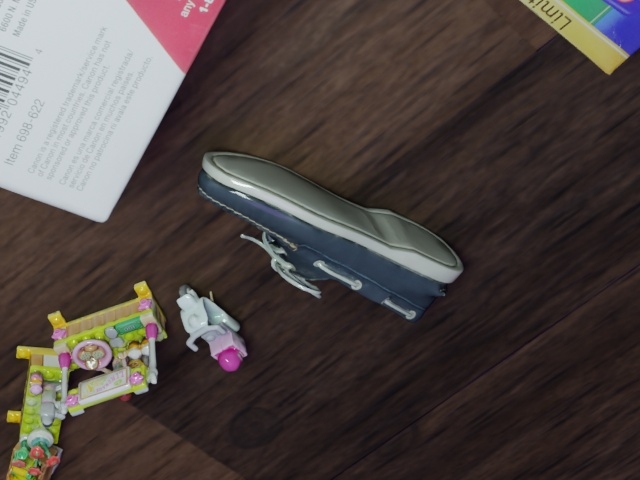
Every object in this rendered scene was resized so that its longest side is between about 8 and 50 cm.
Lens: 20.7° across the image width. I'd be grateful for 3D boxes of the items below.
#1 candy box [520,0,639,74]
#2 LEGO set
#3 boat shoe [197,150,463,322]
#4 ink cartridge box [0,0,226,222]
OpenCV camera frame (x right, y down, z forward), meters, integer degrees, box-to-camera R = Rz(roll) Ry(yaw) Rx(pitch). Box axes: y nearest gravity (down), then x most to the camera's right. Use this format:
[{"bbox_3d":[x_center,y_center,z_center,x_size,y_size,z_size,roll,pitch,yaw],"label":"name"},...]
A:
[{"bbox_3d":[0.212,-0.310,1.180,0.268,0.122,0.317,33,119,-30],"label":"candy box"},{"bbox_3d":[-0.202,0.145,1.515,0.287,0.107,0.132,-38,125,22],"label":"LEGO set"},{"bbox_3d":[0.000,0.000,1.436,0.254,0.095,0.079,21,114,-34],"label":"boat shoe"},{"bbox_3d":[-0.259,-0.217,1.128,0.384,0.160,0.279,21,121,-21],"label":"ink cartridge box"}]
